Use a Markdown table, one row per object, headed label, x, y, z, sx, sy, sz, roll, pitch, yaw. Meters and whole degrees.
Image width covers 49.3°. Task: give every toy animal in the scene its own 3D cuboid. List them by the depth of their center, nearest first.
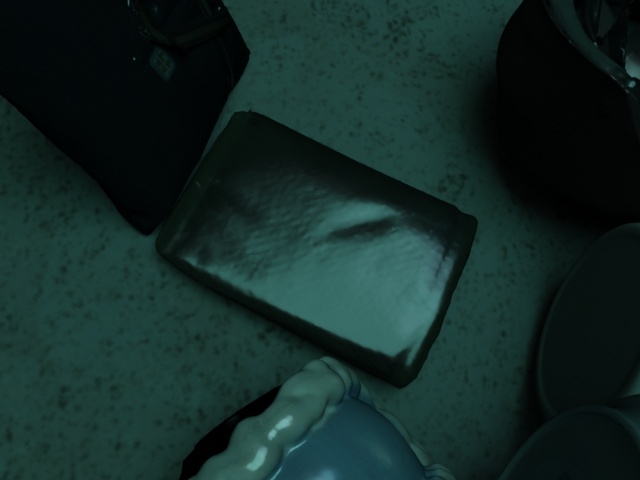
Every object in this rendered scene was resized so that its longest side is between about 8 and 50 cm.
| label | x | y | z | sx | sy | sz | roll | pitch | yaw |
| --- | --- | --- | --- | --- | --- | --- | --- | --- | --- |
| toy animal | 0.002 | 0.199 | 0.477 | 0.208 | 0.156 | 0.204 | -41 | 81 | -17 |

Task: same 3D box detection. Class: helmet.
| label | x | y | z | sx | sy | sz | roll | pitch | yaw |
| --- | --- | --- | --- | --- | --- | --- | --- | --- | --- |
| helmet | 0.305 | -0.118 | 0.624 | 0.338 | 0.197 | 0.271 | 21 | 62 | -11 |

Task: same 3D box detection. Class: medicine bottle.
| label | x | y | z | sx | sy | sz | roll | pitch | yaw |
| --- | --- | --- | --- | --- | --- | --- | --- | --- | --- |
| medicine bottle | 0.364 | 0.126 | 0.550 | 0.339 | 0.208 | 0.208 | 22 | 69 | -5 |

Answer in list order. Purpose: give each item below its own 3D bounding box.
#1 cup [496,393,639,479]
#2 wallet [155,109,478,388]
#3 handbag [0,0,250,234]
| label | x | y | z | sx | sy | sz | roll | pitch | yaw |
| --- | --- | --- | --- | --- | --- | --- | --- | --- | --- |
| cup | 0.255 | 0.253 | 0.423 | 0.326 | 0.323 | 0.237 | 25 | 76 | -3 |
| wallet | 0.000 | 0.000 | 0.599 | 0.245 | 0.052 | 0.169 | 28 | 69 | 3 |
| handbag | -0.150 | -0.155 | 0.528 | 0.088 | 0.254 | 0.211 | 13 | 65 | 31 |
